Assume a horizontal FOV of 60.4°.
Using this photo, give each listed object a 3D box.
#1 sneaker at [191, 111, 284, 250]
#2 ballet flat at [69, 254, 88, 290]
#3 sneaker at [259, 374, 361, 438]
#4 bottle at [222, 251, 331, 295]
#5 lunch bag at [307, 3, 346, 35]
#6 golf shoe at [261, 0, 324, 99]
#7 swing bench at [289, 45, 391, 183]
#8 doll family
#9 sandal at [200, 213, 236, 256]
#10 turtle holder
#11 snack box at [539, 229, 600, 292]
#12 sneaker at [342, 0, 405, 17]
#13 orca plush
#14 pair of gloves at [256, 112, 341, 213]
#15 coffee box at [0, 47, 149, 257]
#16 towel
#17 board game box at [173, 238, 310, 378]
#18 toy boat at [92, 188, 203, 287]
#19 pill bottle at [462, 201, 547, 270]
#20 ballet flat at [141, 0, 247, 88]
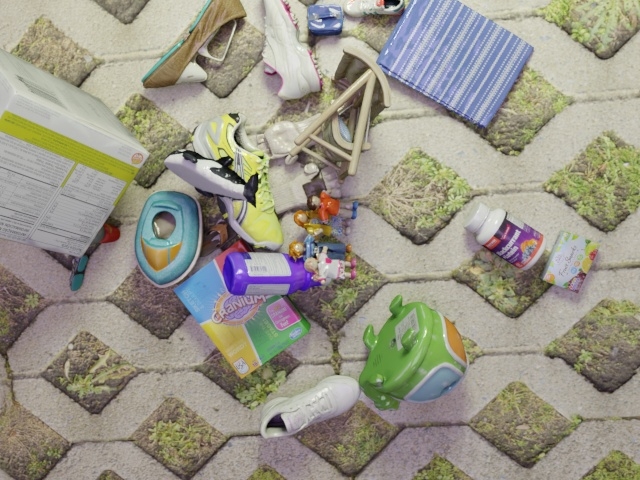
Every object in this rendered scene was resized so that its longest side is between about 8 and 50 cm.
[{"bbox_3d":[-0.192,-0.151,1.432,0.147,0.145,0.385,-26,97,25],"label":"sneaker"},{"bbox_3d":[-0.700,0.088,1.582,0.041,0.041,0.114,21,99,2],"label":"ballet flat"},{"bbox_3d":[-0.028,0.474,1.516,0.305,0.152,0.114,-24,93,7],"label":"sneaker"},{"bbox_3d":[-0.108,0.087,1.441,0.282,0.118,0.092,1,125,-28],"label":"bottle"},{"bbox_3d":[0.016,-0.563,1.406,0.098,0.065,0.067,-2,98,6],"label":"lunch bag"},{"bbox_3d":[-0.105,-0.506,1.405,0.140,0.115,0.306,-24,94,11],"label":"golf shoe"},{"bbox_3d":[0.057,-0.292,1.329,0.165,0.253,0.255,29,90,-5],"label":"swing bench"},{"bbox_3d":[0.000,0.000,1.440,0.163,0.118,0.263,8,70,-17],"label":"doll family"},{"bbox_3d":[-0.286,-0.016,1.519,0.180,0.049,0.072,-39,92,10],"label":"sandal"},{"bbox_3d":[0.238,0.327,1.429,0.227,0.243,0.320,28,91,-17],"label":"turtle holder"},{"bbox_3d":[0.656,0.055,1.452,0.100,0.037,0.141,20,99,3],"label":"snack box"},{"bbox_3d":[0.135,-0.598,1.385,0.161,0.075,0.057,3,98,4],"label":"sneaker"},{"bbox_3d":[-0.246,-0.179,1.332,0.287,0.151,0.102,14,58,39],"label":"orca plush"},{"bbox_3d":[-0.060,-0.206,1.477,0.204,0.042,0.240,-13,96,7],"label":"pair of gloves"},{"bbox_3d":[-0.698,-0.211,1.323,0.337,0.338,0.334,43,101,35],"label":"coffee box"},{"bbox_3d":[0.339,-0.469,1.407,0.335,0.040,0.243,29,98,-3],"label":"towel"},{"bbox_3d":[-0.217,0.189,1.535,0.242,0.064,0.317,-37,94,9],"label":"board game box"},{"bbox_3d":[-0.476,-0.010,1.477,0.318,0.148,0.268,4,87,8],"label":"toy boat"},{"bbox_3d":[0.472,-0.016,1.422,0.193,0.108,0.108,32,100,0],"label":"pill bottle"},{"bbox_3d":[-0.317,-0.498,1.437,0.124,0.116,0.342,40,96,-21],"label":"ballet flat"}]
